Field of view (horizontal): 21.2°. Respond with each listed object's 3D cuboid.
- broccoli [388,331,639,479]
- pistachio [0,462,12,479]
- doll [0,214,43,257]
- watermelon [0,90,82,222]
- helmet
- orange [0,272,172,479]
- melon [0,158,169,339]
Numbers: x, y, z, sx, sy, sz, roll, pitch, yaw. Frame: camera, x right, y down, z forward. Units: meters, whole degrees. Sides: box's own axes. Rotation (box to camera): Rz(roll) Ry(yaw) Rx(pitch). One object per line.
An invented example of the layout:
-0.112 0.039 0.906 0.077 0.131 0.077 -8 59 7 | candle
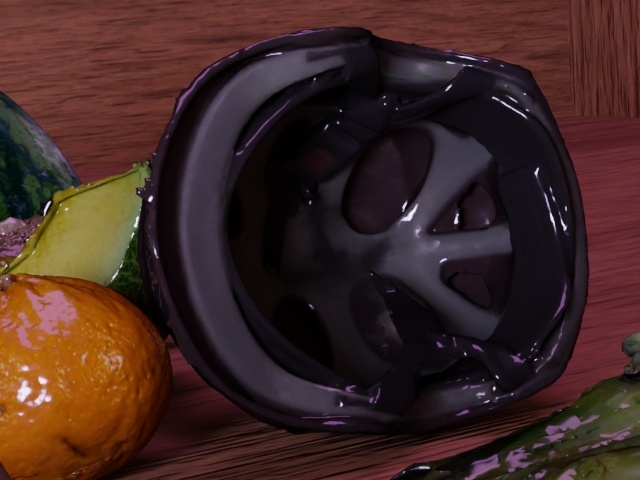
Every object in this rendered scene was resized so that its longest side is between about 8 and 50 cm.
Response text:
0.143 0.073 0.739 0.275 0.177 0.198 -16 13 1 | broccoli
-0.154 0.129 0.257 0.226 0.208 0.332 -48 2 29 | pistachio
-0.214 0.030 1.273 0.221 0.105 0.115 -7 -34 -16 | doll
-0.375 -0.025 1.389 0.319 0.222 0.292 3 6 37 | watermelon
0.000 0.000 0.997 0.305 0.225 0.177 4 -7 -29 | helmet
-0.145 0.074 0.913 0.136 0.117 0.135 2 12 0 | orange
-0.172 0.051 1.111 0.265 0.129 0.169 -15 -19 27 | melon
